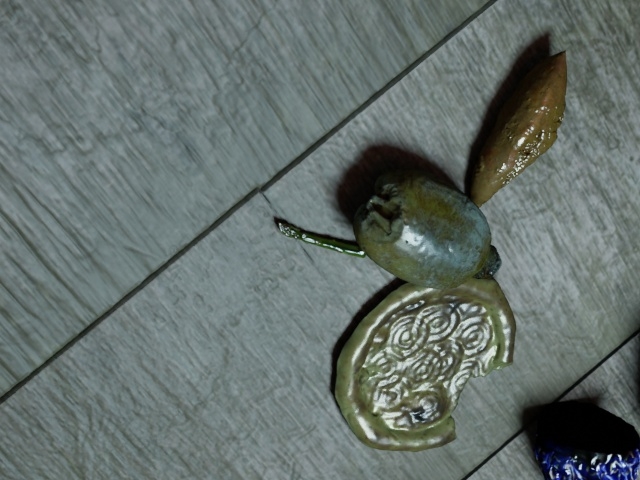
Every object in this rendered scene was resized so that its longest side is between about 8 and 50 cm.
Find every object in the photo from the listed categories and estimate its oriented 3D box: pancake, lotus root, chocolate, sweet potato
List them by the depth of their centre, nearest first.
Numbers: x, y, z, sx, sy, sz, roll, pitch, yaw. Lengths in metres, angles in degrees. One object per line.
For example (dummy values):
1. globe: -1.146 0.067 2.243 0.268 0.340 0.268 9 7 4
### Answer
1. lotus root: 0.118 -0.006 1.725 0.192 0.088 0.113 27 94 -34
2. sweet potato: 0.210 -0.109 1.738 0.068 0.060 0.206 34 110 -1
3. pancake: 0.118 0.134 1.830 0.212 0.029 0.235 28 98 -33
4. chocolate: 0.322 0.354 1.994 0.148 0.126 0.343 -50 145 -50

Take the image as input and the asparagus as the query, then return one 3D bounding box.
1. asparagus: 0.000 0.000 1.712 0.114 0.014 0.015 15 106 -32
